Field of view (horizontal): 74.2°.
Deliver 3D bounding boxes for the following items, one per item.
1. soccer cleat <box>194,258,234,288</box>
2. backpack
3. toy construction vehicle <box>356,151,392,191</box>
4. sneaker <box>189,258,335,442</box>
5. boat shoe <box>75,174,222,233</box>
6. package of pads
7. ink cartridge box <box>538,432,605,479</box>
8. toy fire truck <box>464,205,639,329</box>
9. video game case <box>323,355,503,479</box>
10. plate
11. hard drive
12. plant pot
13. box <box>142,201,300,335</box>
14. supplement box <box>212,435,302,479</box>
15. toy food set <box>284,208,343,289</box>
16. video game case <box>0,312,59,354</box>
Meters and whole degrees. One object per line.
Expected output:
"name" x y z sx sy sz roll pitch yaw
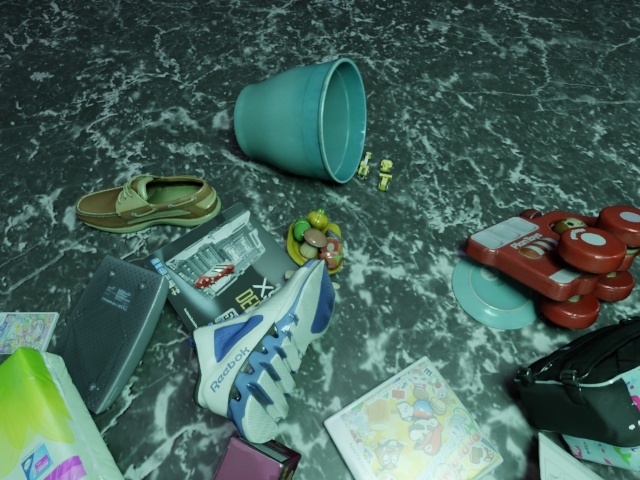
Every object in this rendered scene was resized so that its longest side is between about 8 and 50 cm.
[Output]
"soccer cleat" -0.207 0.064 0.820 0.083 0.029 0.035 -29 51 -21
"backpack" 0.481 0.228 0.670 0.253 0.225 0.191 -27 82 -20
"toy construction vehicle" 0.139 -0.175 1.053 0.085 0.035 0.098 16 58 12
"sneaker" -0.107 0.148 0.689 0.182 0.128 0.316 4 40 26
"boat shoe" -0.395 -0.100 0.969 0.323 0.120 0.123 -4 56 -1
"package of pads" -0.468 0.354 0.655 0.229 0.101 0.296 -44 63 -4
"ink cartridge box" 0.410 0.443 0.560 0.296 0.066 0.261 35 20 16
"toy fire truck" 0.479 0.011 0.846 0.302 0.170 0.254 -22 39 -26
"video game case" 0.153 0.341 0.719 0.226 0.026 0.206 -27 60 -15
"plate" 0.370 0.092 0.877 0.188 0.024 0.188 -1 57 1
"hard drive" -0.391 0.166 0.789 0.171 0.054 0.255 15 75 23
"plant pot" -0.053 -0.282 1.010 0.255 0.272 0.272 8 56 24
"box" -0.175 0.092 0.862 0.242 0.077 0.307 -33 62 -19
"supplement box" -0.094 0.350 0.613 0.080 0.188 0.104 21 70 14
"toy food set" 0.000 0.000 0.877 0.128 0.071 0.218 19 34 -12
"video game case" -0.602 0.187 0.852 0.121 0.011 0.087 0 57 2
